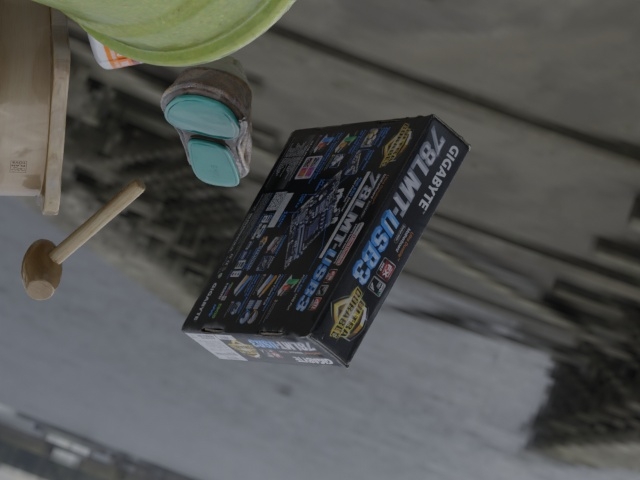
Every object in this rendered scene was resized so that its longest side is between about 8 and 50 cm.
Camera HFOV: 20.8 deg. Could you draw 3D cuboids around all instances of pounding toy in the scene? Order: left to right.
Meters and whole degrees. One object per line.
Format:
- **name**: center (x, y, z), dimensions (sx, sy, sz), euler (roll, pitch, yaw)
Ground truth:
- **pounding toy**: center (-0.240, -0.097, 1.561), dimensions (0.155, 0.269, 0.154), euler (1, -150, -14)

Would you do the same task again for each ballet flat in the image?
- **ballet flat**: center (-0.128, -0.162, 2.090), dimensions (0.107, 0.106, 0.316), euler (13, 164, 1)

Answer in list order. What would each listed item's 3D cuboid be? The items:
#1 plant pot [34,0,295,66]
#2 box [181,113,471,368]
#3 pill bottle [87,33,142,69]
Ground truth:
- **plant pot**: center (-0.165, -0.256, 1.095), dimensions (0.276, 0.276, 0.254), euler (15, -172, 34)
- **box**: center (0.000, 0.000, 1.967), dimensions (0.073, 0.295, 0.293), euler (38, 160, -27)
- **pill bottle**: center (-0.122, -0.200, 1.492), dimensions (0.152, 0.086, 0.086), euler (-11, 167, 4)
